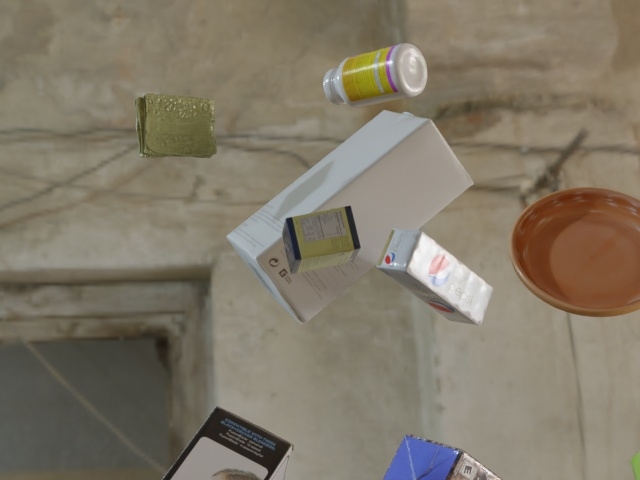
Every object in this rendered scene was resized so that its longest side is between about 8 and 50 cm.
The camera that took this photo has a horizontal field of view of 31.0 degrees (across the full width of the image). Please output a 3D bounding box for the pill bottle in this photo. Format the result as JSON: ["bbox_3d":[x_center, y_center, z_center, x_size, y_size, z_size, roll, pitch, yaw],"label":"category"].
[{"bbox_3d":[0.043,-0.133,0.941,0.083,0.043,0.043,-6,-18,41],"label":"pill bottle"}]

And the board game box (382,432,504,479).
[{"bbox_3d":[0.220,0.488,1.856,0.291,0.232,0.141,38,-19,-30],"label":"board game box"}]

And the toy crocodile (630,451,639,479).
[{"bbox_3d":[0.490,0.218,1.177,0.340,0.115,0.105,-16,-40,31],"label":"toy crocodile"}]

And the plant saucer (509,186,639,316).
[{"bbox_3d":[0.331,0.018,1.407,0.200,0.200,0.037,-4,-42,2],"label":"plant saucer"}]

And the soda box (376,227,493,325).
[{"bbox_3d":[0.188,0.060,1.865,0.069,0.074,0.216,6,-22,46],"label":"soda box"}]

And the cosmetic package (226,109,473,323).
[{"bbox_3d":[0.047,-0.052,2.005,0.385,0.156,0.217,-37,20,-7],"label":"cosmetic package"}]

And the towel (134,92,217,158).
[{"bbox_3d":[-0.244,-0.193,1.948,0.148,0.110,0.027,-3,1,-33],"label":"towel"}]

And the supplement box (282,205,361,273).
[{"bbox_3d":[0.000,0.000,1.438,0.083,0.056,0.083,-11,-12,-8],"label":"supplement box"}]

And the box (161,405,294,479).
[{"bbox_3d":[-0.137,0.311,1.040,0.087,0.290,0.169,25,-45,12],"label":"box"}]
